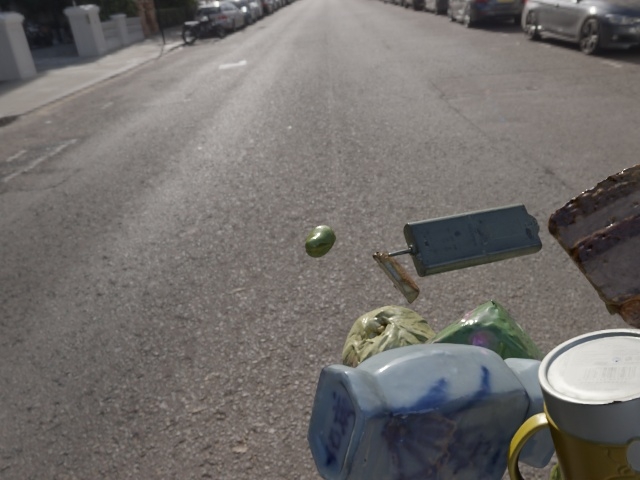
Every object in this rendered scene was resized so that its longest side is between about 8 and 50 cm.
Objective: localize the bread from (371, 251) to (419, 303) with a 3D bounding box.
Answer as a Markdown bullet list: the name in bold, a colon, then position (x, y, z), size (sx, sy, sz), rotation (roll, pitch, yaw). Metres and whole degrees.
- **bread**: position (0.173, 0.077, 1.143), size (0.044, 0.126, 0.129), rotation (-36, 64, 3)

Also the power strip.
- **power strip**: position (0.235, 0.000, 0.836), size (0.268, 0.034, 0.092), rotation (-10, 68, -14)

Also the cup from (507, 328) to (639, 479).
- **cup**: position (0.332, 0.241, 0.586), size (0.241, 0.226, 0.185), rotation (-20, 12, 19)

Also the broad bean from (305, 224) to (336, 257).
- **broad bean**: position (0.000, 0.000, 1.098), size (0.063, 0.045, 0.083), rotation (11, 46, 27)

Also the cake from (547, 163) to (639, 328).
- **cake**: position (0.572, 0.042, 0.900), size (0.199, 0.196, 0.292), rotation (-35, 52, 22)

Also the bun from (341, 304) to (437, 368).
- **bun**: position (0.235, 0.356, 1.714), size (0.362, 0.212, 0.361), rotation (-10, 31, 6)

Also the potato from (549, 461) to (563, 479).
- **potato**: position (0.615, 0.487, 0.892), size (0.281, 0.212, 0.330), rotation (0, -1, -9)

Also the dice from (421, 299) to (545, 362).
- **dice**: position (0.438, 0.372, 1.379), size (0.322, 0.318, 0.330), rotation (-38, -14, 15)

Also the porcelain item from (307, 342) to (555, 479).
- **porcelain item**: position (0.192, 0.283, 0.817), size (0.406, 0.242, 0.178), rotation (7, 14, -26)
